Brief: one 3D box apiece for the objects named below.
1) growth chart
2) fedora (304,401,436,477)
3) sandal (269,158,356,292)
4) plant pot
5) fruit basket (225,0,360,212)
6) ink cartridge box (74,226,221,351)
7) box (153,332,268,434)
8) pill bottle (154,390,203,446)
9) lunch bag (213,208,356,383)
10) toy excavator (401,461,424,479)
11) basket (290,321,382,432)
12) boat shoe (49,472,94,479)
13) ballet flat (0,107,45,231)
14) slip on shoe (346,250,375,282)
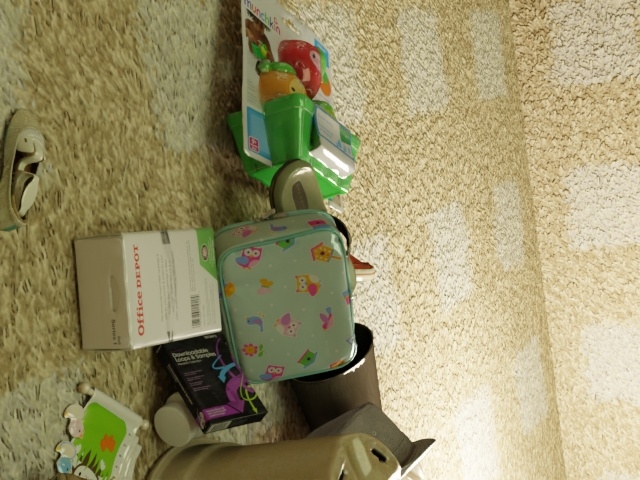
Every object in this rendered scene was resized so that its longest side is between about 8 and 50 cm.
[{"bbox_3d":[-0.302,0.324,1.382,0.172,0.021,0.237,37,54,-52],"label":"growth chart"},{"bbox_3d":[0.051,0.364,1.727,0.275,0.243,0.124,-33,91,-33],"label":"fedora"},{"bbox_3d":[-0.001,0.000,1.699,0.120,0.086,0.303,-50,138,-28],"label":"sandal"},{"bbox_3d":[-0.040,0.418,1.472,0.334,0.305,0.334,38,41,-43],"label":"plant pot"},{"bbox_3d":[-0.038,-0.258,1.799,0.327,0.165,0.353,32,56,-56],"label":"fruit basket"},{"bbox_3d":[-0.242,0.066,1.450,0.219,0.092,0.160,-4,89,-61],"label":"ink cartridge box"},{"bbox_3d":[-0.164,0.208,1.517,0.116,0.029,0.162,-4,47,-48],"label":"box"},{"bbox_3d":[-0.187,0.252,1.540,0.137,0.078,0.078,-34,116,-58],"label":"pill bottle"},{"bbox_3d":[-0.064,0.086,1.623,0.108,0.224,0.279,-111,-168,-61],"label":"lunch bag"},{"bbox_3d":[0.085,0.580,1.811,0.445,0.222,0.433,15,55,-57],"label":"toy excavator"},{"bbox_3d":[0.041,0.299,1.882,0.204,0.154,0.227,-49,132,-52],"label":"basket"},{"bbox_3d":[-0.343,0.426,1.219,0.103,0.113,0.302,40,51,-26],"label":"boat shoe"},{"bbox_3d":[-0.370,-0.089,1.281,0.057,0.052,0.168,34,57,-55],"label":"ballet flat"},{"bbox_3d":[0.000,0.030,1.881,0.331,0.123,0.101,15,69,-55],"label":"slip on shoe"}]
